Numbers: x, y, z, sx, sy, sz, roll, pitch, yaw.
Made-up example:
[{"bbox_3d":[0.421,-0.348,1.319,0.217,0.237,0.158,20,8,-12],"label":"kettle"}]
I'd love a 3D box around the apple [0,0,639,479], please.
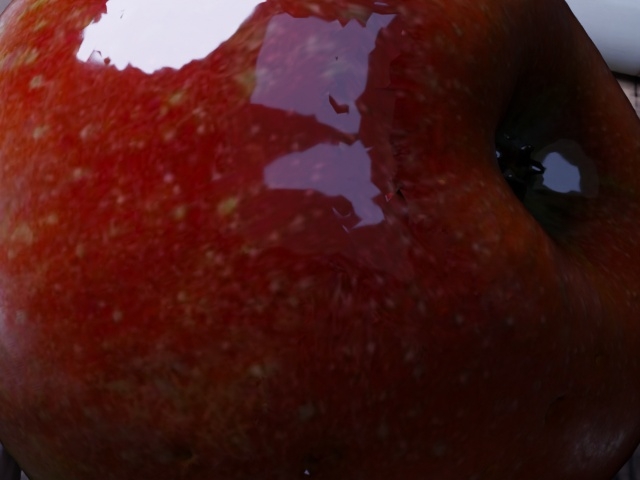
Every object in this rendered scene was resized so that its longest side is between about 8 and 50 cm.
[{"bbox_3d":[0.000,0.000,0.858,0.277,0.348,0.348,-18,35,32],"label":"apple"}]

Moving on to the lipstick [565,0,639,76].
[{"bbox_3d":[0.251,-0.138,1.226,0.254,0.070,0.070,12,46,-2],"label":"lipstick"}]

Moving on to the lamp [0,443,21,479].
[{"bbox_3d":[-0.238,0.121,0.850,0.179,0.108,0.246,15,48,7],"label":"lamp"}]
